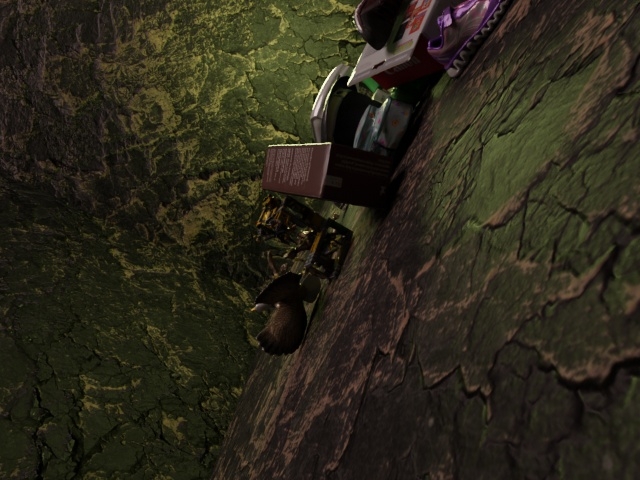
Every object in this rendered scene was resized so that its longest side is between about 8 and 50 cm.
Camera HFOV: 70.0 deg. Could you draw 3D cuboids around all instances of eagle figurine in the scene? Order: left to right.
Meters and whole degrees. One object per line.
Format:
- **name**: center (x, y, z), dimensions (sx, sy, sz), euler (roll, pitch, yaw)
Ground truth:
- **eagle figurine**: center (-0.119, 0.194, 1.437), dimensions (0.225, 0.226, 0.298), euler (-51, 15, 8)

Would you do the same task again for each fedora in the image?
- **fedora**: center (0.124, -0.370, 1.478), dimensions (0.334, 0.152, 0.335), euler (10, -90, -70)

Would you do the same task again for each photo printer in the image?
- **photo printer**: center (0.059, -0.469, 1.684), dimensions (0.307, 0.107, 0.256), euler (70, -137, -70)

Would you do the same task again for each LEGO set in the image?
- **LEGO set**: center (-0.070, 0.023, 1.419), dimensions (0.254, 0.331, 0.192), euler (-18, 44, 55)

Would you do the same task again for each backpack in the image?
- **backpack**: center (0.175, -0.302, 1.267), dimensions (0.188, 0.144, 0.166), euler (-59, 6, 39)

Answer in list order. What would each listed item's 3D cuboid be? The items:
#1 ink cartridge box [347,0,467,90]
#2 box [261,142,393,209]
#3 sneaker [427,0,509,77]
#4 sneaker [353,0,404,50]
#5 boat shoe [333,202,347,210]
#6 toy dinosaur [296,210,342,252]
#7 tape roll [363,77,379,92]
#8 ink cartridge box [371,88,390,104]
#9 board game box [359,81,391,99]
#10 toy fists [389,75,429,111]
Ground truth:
- **ink cartridge box**: center (0.239, -0.516, 1.202), dimensions (0.272, 0.130, 0.309), euler (-64, 25, -6)
- **box**: center (0.000, -0.177, 1.232), dimensions (0.381, 0.191, 0.143), euler (21, 102, 58)
- **sneaker**: center (0.302, -0.458, 0.947), dimensions (0.236, 0.104, 0.095), euler (-57, 7, 51)
- **sneaker**: center (0.176, -0.613, 1.148), dimensions (0.162, 0.106, 0.282), euler (-33, 36, 42)
- **boat shoe**: center (0.107, -0.216, 2.010), dimensions (0.075, 0.064, 0.206), euler (-59, 7, 48)
- **toy dinosaur**: center (0.000, 0.000, 1.790), dimensions (0.296, 0.127, 0.201), euler (-113, 40, -67)
- **tape roll**: center (0.304, -0.718, 1.784), dimensions (0.321, 0.077, 0.321), euler (-43, 2, 2)
- **ink cartridge box**: center (0.210, -0.437, 1.730), dimensions (0.354, 0.119, 0.207), euler (-61, 4, 29)
- **board game box**: center (0.182, -0.586, 2.136), dimensions (0.141, 0.231, 0.291), euler (129, 165, -70)
- **toy fists**: center (0.267, -0.458, 1.395), dimensions (0.142, 0.096, 0.280), euler (88, -155, -73)
